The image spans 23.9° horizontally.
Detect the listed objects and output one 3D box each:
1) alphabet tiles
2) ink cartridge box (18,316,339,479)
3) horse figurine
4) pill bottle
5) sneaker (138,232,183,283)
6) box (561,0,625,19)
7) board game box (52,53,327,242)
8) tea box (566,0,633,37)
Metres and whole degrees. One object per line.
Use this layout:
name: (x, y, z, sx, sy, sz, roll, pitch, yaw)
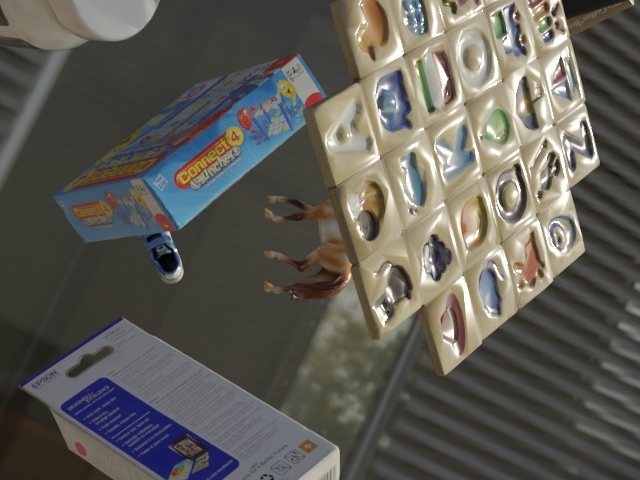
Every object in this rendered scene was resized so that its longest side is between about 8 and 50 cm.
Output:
alphabet tiles: (0.113, -0.076, 1.148, 0.011, 0.342, 0.285, -3, -68, 40)
ink cartridge box: (-0.171, 0.228, 1.799, 0.371, 0.175, 0.069, 29, -44, 31)
horse figurine: (0.000, 0.000, 2.314, 0.174, 0.263, 0.066, 0, -39, 0)
pill bottle: (-0.302, -0.275, 1.529, 0.278, 0.162, 0.162, 10, -17, 37)
sneaker: (-0.273, 0.003, 2.553, 0.144, 0.053, 0.059, 60, -5, 1)
box: (0.196, -0.393, 1.567, 0.343, 0.179, 0.312, -15, -53, 20)
board game box: (-0.187, -0.126, 2.132, 0.308, 0.302, 0.086, -7, -59, 57)
tea box: (0.315, -0.524, 2.391, 0.220, 0.329, 0.323, -27, -52, 29)
